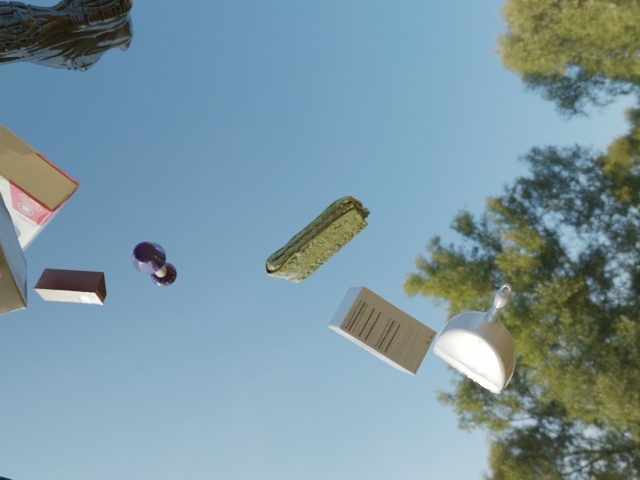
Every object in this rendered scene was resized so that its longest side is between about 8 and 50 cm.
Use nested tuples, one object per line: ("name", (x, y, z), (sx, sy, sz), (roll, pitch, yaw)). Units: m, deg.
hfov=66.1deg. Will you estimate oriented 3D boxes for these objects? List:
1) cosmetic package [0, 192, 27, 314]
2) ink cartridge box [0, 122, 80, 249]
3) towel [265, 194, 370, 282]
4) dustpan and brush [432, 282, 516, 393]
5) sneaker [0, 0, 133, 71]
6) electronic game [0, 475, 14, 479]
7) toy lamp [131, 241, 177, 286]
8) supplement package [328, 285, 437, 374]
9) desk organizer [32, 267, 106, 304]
("cosmetic package", (-0.415, 0.024, 0.450), (0.238, 0.107, 0.127), (-15, -54, -19))
("ink cartridge box", (-0.548, -0.066, 0.842), (0.158, 0.218, 0.092), (42, -145, -21))
("towel", (0.000, 0.000, 0.651), (0.148, 0.027, 0.110), (-42, -21, 7))
("dustpan and brush", (0.289, 0.159, 0.863), (0.060, 0.147, 0.211), (-39, -32, -33))
("sneaker", (-0.453, -0.337, 0.839), (0.286, 0.109, 0.130), (-21, -18, -18))
("electronic game", (-0.278, 0.313, 0.404), (0.048, 0.229, 0.229), (14, -90, -73))
("toy lamp", (-0.408, 0.060, 1.211), (0.080, 0.080, 0.275), (-60, -1, -18))
("supplement package", (0.166, 0.245, 1.357), (0.244, 0.139, 0.134), (32, -103, -6))
("desk organizer", (-0.493, 0.091, 0.983), (0.047, 0.130, 0.050), (85, -170, -52))
